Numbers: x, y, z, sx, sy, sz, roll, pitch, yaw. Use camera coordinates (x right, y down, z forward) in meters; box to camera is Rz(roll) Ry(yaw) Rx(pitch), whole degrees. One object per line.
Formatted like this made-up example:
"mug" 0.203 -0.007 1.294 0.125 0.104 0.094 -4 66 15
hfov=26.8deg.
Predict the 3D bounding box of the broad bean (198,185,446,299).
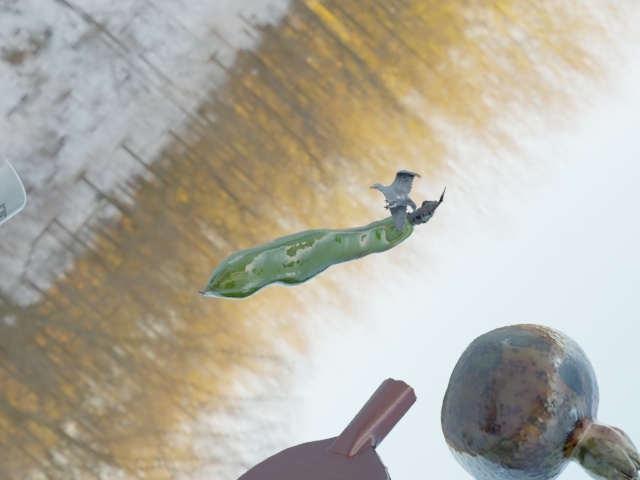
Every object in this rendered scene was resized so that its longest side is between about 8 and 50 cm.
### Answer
"broad bean" 0.000 0.006 1.618 0.318 0.056 0.098 -23 151 -14

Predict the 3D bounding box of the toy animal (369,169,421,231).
"toy animal" 0.074 -0.044 1.367 0.084 0.050 0.028 108 -6 -46

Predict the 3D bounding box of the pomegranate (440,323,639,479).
"pomegranate" 0.365 0.293 2.147 0.285 0.341 0.285 -47 153 -34

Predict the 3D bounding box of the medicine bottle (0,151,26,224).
"medicine bottle" -0.345 -0.025 1.221 0.140 0.079 0.079 -40 -179 -31

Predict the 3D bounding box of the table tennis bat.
"table tennis bat" -0.010 0.334 1.743 0.268 0.051 0.414 8 -135 43
